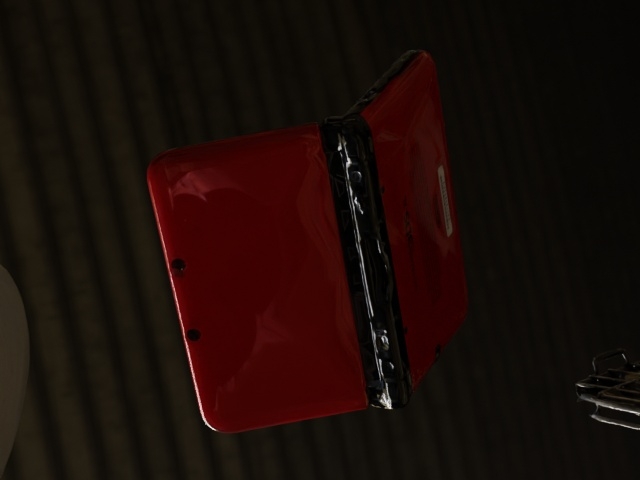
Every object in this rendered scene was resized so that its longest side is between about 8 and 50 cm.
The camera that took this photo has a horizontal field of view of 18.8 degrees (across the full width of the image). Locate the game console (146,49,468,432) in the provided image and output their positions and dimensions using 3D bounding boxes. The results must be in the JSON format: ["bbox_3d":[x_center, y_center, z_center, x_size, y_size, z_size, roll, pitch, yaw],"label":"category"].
[{"bbox_3d":[0.000,0.000,0.857,0.124,0.085,0.144,-49,-43,-49],"label":"game console"}]

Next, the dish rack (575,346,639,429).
[{"bbox_3d":[0.282,0.079,1.023,0.271,0.208,0.074,-13,-82,-33],"label":"dish rack"}]

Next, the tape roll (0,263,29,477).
[{"bbox_3d":[-0.265,0.103,1.166,0.219,0.072,0.219,14,-90,-69],"label":"tape roll"}]
